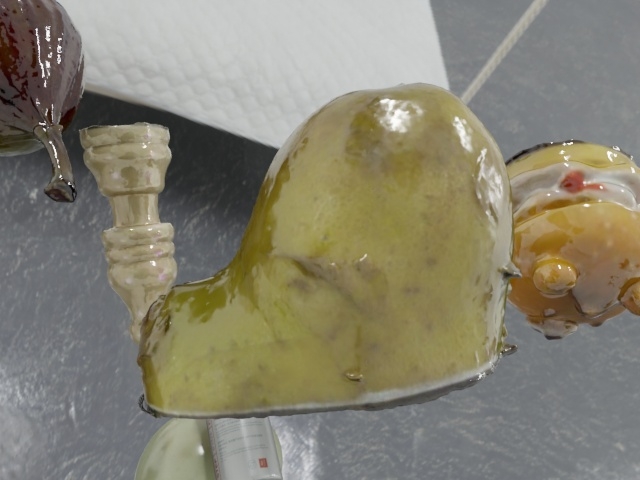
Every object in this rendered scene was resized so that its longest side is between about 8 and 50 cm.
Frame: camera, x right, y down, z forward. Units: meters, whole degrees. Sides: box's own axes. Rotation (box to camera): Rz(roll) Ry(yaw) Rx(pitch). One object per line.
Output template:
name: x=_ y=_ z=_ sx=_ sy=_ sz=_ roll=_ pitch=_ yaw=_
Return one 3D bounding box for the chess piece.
chess piece: x=-0.256 y=-0.003 z=1.018 sx=0.124 sy=0.139 sz=0.306 roll=-7 pitch=94 yaw=-20

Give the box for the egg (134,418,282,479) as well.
egg: x=-0.186 y=0.387 z=1.226 sx=0.269 sy=0.219 sz=0.219 roll=-10 pitch=62 yaw=-45

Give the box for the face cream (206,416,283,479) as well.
face cream: x=-0.125 y=0.272 z=1.107 sx=0.096 sy=0.095 sz=0.214 roll=2 pitch=55 yaw=-27

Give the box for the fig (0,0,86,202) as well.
fig: x=-0.340 y=-0.153 z=0.829 sx=0.217 sy=0.216 sz=0.321 roll=-21 pitch=58 yaw=-37

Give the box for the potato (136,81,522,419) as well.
potato: x=0.000 y=0.000 z=0.756 sx=0.290 sy=0.398 sz=0.295 roll=-22 pitch=107 yaw=-70

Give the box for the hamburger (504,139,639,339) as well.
hamburger: x=0.377 y=0.016 z=1.078 sx=0.277 sy=0.276 sz=0.236 roll=15 pitch=48 yaw=-18
